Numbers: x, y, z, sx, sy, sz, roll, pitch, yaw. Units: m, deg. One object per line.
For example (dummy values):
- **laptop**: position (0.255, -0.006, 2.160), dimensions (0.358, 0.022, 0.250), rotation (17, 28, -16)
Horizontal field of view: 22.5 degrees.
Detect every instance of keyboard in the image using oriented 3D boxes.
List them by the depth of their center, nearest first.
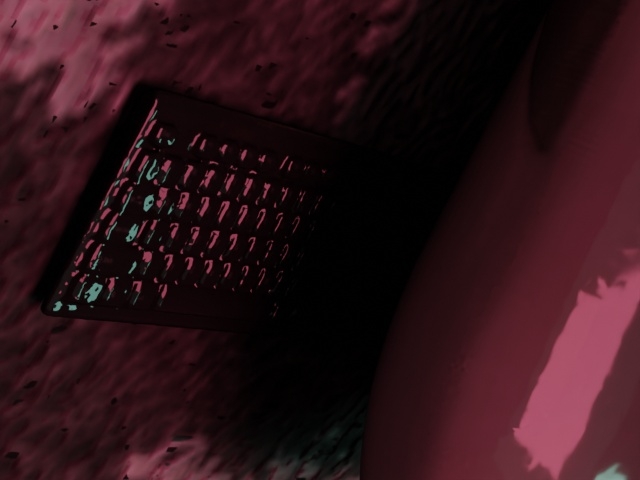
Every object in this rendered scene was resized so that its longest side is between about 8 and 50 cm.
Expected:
- **keyboard**: position (0.000, 0.000, 0.471), dimensions (0.202, 0.011, 0.067), rotation (10, 111, -57)

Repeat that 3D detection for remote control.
- **remote control**: position (0.114, -0.015, 0.512), dimensions (0.332, 0.103, 0.221), rotation (-61, 153, -5)
